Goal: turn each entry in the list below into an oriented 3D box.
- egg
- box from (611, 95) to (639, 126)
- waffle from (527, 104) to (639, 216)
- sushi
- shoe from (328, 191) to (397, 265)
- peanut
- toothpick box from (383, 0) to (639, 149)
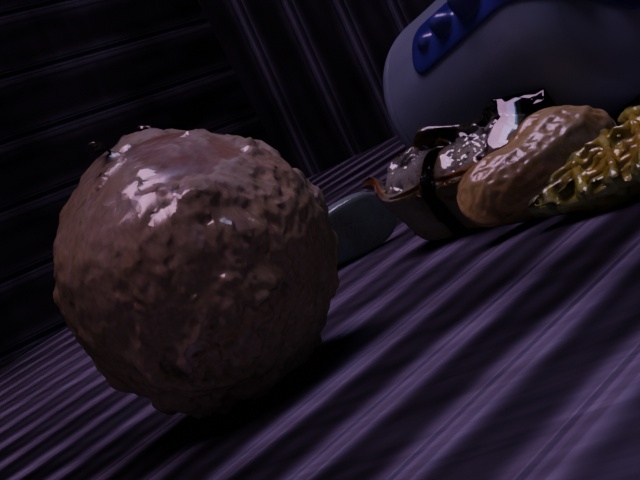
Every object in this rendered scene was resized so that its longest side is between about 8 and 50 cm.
[{"bbox_3d":[-0.115,0.026,1.626,0.279,0.279,0.310,-26,6,16],"label":"egg"},{"bbox_3d":[0.417,-0.181,2.108,0.187,0.047,0.335,-28,4,-9],"label":"box"},{"bbox_3d":[0.309,-0.089,1.676,0.204,0.054,0.223,-43,12,-30],"label":"waffle"},{"bbox_3d":[0.147,-0.059,1.960,0.273,0.134,0.109,-13,43,30],"label":"sushi"},{"bbox_3d":[0.000,0.000,2.264,0.195,0.079,0.078,-34,20,-14],"label":"shoe"},{"bbox_3d":[0.218,-0.077,1.803,0.194,0.093,0.083,-28,-7,-20],"label":"peanut"},{"bbox_3d":[0.236,-0.224,2.003,0.263,0.263,0.354,-31,-5,-34],"label":"toothpick box"}]
